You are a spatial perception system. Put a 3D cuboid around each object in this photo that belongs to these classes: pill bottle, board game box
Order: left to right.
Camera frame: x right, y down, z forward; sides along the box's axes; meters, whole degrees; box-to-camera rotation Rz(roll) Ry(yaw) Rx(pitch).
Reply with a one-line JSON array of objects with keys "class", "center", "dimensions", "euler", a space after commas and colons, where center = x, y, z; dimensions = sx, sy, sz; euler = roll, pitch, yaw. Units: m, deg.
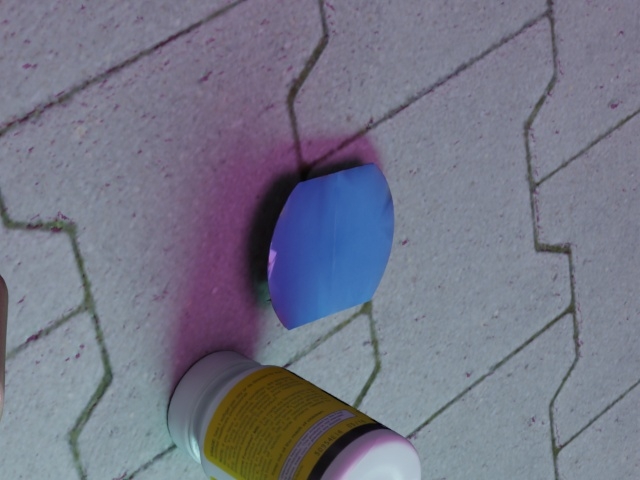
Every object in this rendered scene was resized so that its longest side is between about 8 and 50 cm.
[{"class": "pill bottle", "center": [-0.027, 0.176, 1.445], "dimensions": [0.119, 0.208, 0.119], "euler": [-24, 126, -37]}, {"class": "board game box", "center": [0.000, 0.000, 1.522], "dimensions": [0.168, 0.033, 0.133], "euler": [-18, 117, -46]}]

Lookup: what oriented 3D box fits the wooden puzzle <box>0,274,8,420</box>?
[{"class": "wooden puzzle", "center": [-0.256, 0.160, 1.217], "dimensions": [0.044, 0.221, 0.239], "euler": [8, 104, -12]}]
